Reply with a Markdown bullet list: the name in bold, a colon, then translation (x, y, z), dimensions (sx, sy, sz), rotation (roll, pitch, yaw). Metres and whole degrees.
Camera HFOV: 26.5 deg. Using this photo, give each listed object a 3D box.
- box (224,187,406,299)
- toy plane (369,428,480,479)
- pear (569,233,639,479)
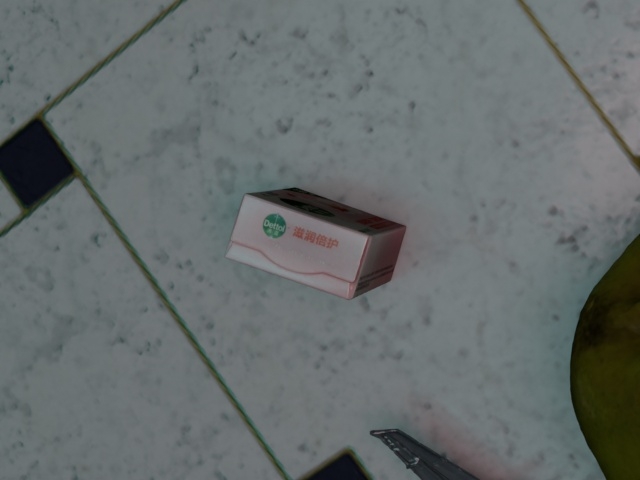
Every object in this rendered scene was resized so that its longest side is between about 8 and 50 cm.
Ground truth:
- **box**: translation (0.000, 0.000, 0.890), dimensions (0.089, 0.125, 0.043), rotation (19, 98, 11)
- **toy plane**: translation (0.112, 0.212, 0.915), dimensions (0.226, 0.058, 0.226), rotation (-17, 106, 16)
- **pear**: translation (0.330, 0.083, 0.746), dimensions (0.375, 0.287, 0.287), rotation (18, 100, -4)
